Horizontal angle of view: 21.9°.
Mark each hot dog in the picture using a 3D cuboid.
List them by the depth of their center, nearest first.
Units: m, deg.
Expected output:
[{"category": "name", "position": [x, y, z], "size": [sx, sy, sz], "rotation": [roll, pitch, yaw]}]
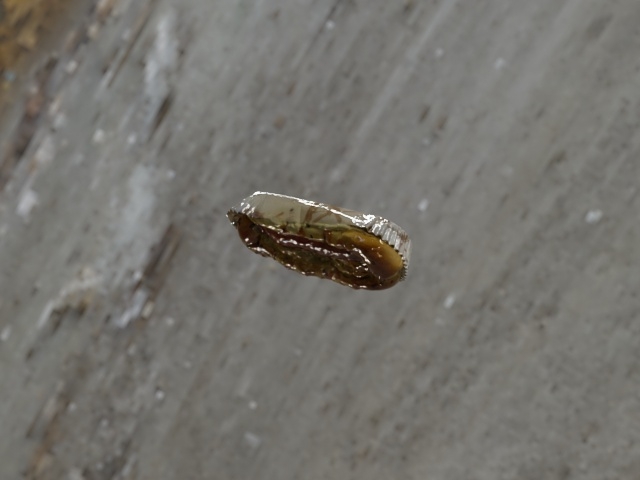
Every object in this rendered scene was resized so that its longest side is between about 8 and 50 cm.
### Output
[{"category": "hot dog", "position": [0.000, 0.000, 2.048], "size": [0.252, 0.131, 0.069], "rotation": [14, 62, 27]}]
